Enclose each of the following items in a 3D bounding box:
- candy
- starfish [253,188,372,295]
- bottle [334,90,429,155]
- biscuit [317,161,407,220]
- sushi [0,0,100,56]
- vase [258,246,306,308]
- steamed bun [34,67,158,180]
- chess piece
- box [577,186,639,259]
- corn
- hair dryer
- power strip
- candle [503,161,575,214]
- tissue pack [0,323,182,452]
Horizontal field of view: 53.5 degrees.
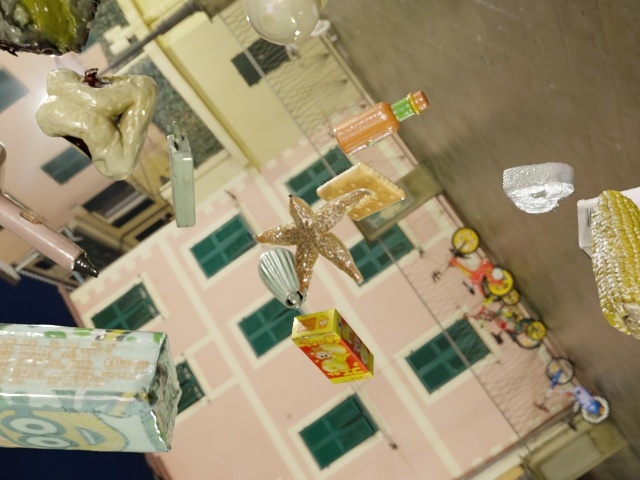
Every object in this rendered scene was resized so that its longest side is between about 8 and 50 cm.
[{"bbox_3d":[0.042,0.318,1.869,0.276,0.146,0.088,52,-149,-39],"label":"candy"},{"bbox_3d":[0.002,0.000,1.340,0.231,0.295,0.048,66,-158,2],"label":"starfish"},{"bbox_3d":[0.120,-0.232,1.227,0.069,0.187,0.069,47,-151,-36],"label":"bottle"},{"bbox_3d":[0.104,-0.124,1.696,0.160,0.030,0.249,33,154,-19],"label":"biscuit"},{"bbox_3d":[-0.687,-0.560,1.426,0.294,0.281,0.299,26,-155,38],"label":"sushi"},{"bbox_3d":[-0.105,0.114,1.865,0.128,0.128,0.248,53,-179,-31],"label":"vase"},{"bbox_3d":[-0.347,-0.193,0.971,0.155,0.172,0.141,18,-177,-27],"label":"steamed bun"},{"bbox_3d":[-0.031,-0.377,0.895,0.143,0.142,0.261,52,-143,-39],"label":"chess piece"},{"bbox_3d":[0.832,0.004,1.689,0.333,0.173,0.145,31,-122,-41],"label":"box"},{"bbox_3d":[0.583,0.040,1.212,0.119,0.119,0.322,51,-143,-48],"label":"corn"},{"bbox_3d":[-0.539,-0.043,1.162,0.344,0.189,0.107,33,-142,2],"label":"hair dryer"},{"bbox_3d":[-0.336,-0.161,1.532,0.288,0.053,0.093,99,158,-44],"label":"power strip"},{"bbox_3d":[0.551,-0.137,1.633,0.192,0.168,0.068,117,163,-66],"label":"candle"},{"bbox_3d":[-0.369,0.216,0.908,0.228,0.311,0.128,99,174,-55],"label":"tissue pack"}]
